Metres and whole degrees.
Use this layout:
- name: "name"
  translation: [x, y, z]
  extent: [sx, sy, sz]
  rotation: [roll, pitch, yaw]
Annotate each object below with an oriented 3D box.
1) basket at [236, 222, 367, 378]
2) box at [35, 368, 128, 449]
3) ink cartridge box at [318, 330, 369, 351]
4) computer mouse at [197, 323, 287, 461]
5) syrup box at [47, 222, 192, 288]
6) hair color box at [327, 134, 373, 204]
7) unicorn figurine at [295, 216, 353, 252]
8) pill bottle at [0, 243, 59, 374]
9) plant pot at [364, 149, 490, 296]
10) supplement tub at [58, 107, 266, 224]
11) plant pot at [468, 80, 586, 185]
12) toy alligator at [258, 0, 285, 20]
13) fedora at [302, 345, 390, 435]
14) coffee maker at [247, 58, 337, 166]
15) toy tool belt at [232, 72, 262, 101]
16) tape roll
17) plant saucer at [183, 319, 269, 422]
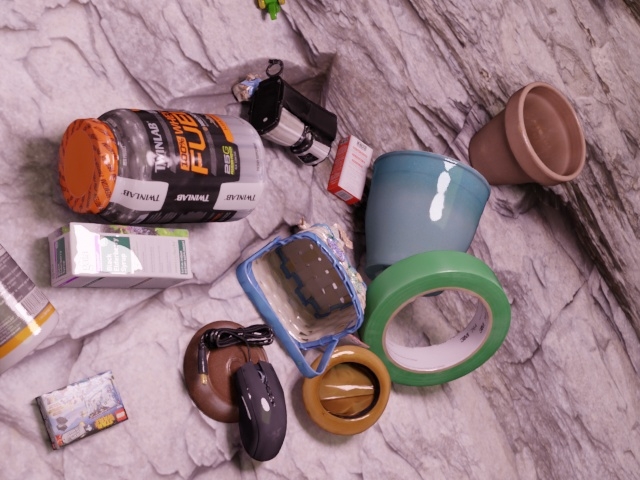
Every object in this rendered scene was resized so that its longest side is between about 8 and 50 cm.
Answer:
- name: "basket"
  translation: [-0.038, 0.100, 1.817]
  extent: [0.255, 0.201, 0.289]
  rotation: [57, 32, -11]
- name: "box"
  translation: [-0.401, 0.284, 1.578]
  extent: [0.137, 0.027, 0.094]
  rotation: [-17, 85, -42]
- name: "ink cartridge box"
  translation: [0.045, 0.207, 1.923]
  extent: [0.062, 0.115, 0.029]
  rotation: [33, 55, -28]
- name: "computer mouse"
  translation: [-0.139, 0.277, 1.732]
  extent: [0.184, 0.060, 0.262]
  rotation: [7, 70, -40]
- name: "syrup box"
  translation: [-0.355, 0.030, 1.658]
  extent: [0.236, 0.096, 0.093]
  rotation: [4, 73, -40]
- name: "hair color box"
  translation: [0.068, -0.160, 2.116]
  extent: [0.072, 0.043, 0.141]
  rotation: [32, 58, -28]
- name: "unicorn figurine"
  translation: [0.000, 0.000, 2.002]
  extent: [0.162, 0.060, 0.111]
  rotation: [-17, 86, -58]
- name: "pill bottle"
  translation: [-0.548, 0.067, 1.438]
  extent: [0.278, 0.162, 0.162]
  rotation: [53, 49, -13]
- name: "plant pot"
  translation: [0.216, -0.023, 2.060]
  extent: [0.271, 0.271, 0.255]
  rotation: [29, 67, -30]
- name: "supplement tub"
  translation: [-0.285, -0.132, 1.697]
  extent: [0.338, 0.207, 0.207]
  rotation: [-3, 78, -41]
- name: "plant pot"
  translation: [0.509, -0.246, 2.394]
  extent: [0.263, 0.229, 0.263]
  rotation: [14, 67, -37]
- name: "toy alligator"
  translation: [-0.115, -0.577, 2.100]
  extent: [0.051, 0.056, 0.190]
  rotation: [50, 29, -77]
- name: "fedora"
  translation: [0.045, 0.301, 1.901]
  extent: [0.194, 0.079, 0.194]
  rotation: [0, 89, -21]
- name: "coffee maker"
  translation: [-0.050, -0.267, 1.982]
  extent: [0.178, 0.120, 0.171]
  rotation: [26, 86, -44]
- name: "toy tool belt"
  translation: [-0.144, -0.330, 1.987]
  extent: [0.083, 0.051, 0.052]
  rotation: [-42, 104, -41]
- name: "tape roll"
  translation: [0.238, 0.168, 1.970]
  extent: [0.321, 0.321, 0.077]
  rotation: [30, 24, -29]
- name: "plant saucer"
  translation: [-0.168, 0.247, 1.784]
  extent: [0.198, 0.036, 0.199]
  rotation: [15, 66, -36]
